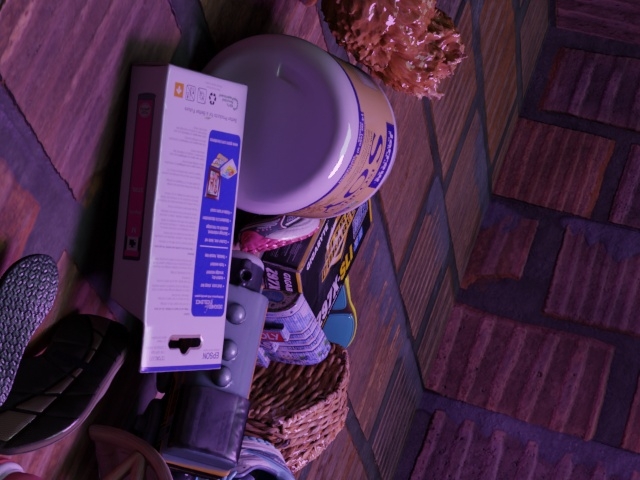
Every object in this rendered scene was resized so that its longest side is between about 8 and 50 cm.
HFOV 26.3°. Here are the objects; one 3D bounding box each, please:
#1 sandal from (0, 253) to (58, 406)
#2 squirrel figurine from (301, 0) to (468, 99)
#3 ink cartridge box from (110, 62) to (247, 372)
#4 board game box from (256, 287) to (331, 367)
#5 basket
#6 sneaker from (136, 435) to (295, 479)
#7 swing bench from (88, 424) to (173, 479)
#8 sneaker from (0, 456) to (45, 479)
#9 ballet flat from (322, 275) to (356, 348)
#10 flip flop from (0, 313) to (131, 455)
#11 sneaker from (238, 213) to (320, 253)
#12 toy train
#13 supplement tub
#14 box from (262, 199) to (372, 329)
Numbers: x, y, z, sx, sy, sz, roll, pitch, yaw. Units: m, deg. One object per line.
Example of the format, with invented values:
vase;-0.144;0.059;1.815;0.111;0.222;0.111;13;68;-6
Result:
sandal;-0.337;0.093;1.465;0.067;0.040;0.179;26;86;-37
squirrel figurine;0.069;-0.394;1.986;0.370;0.281;0.397;117;-32;-74
ink cartridge box;-0.175;-0.025;1.700;0.176;0.069;0.371;6;87;-60
board game box;-0.107;0.118;2.075;0.060;0.194;0.194;-67;148;-30
basket;-0.073;0.305;2.234;0.299;0.213;0.223;-42;143;-61
sneaker;-0.155;0.332;1.956;0.283;0.122;0.110;6;105;-33
swing bench;-0.267;0.424;1.780;0.253;0.165;0.254;89;22;-43
sneaker;-0.366;0.377;1.456;0.116;0.136;0.314;80;29;-53
ballet flat;0.033;0.121;2.695;0.077;0.077;0.231;-82;172;-46
flip flop;-0.304;0.172;1.570;0.080;0.112;0.277;-67;175;28
sneaker;-0.055;-0.072;2.181;0.112;0.121;0.299;65;33;-19
toy train;-0.149;0.174;1.866;0.190;0.142;0.334;144;-38;-63
supplement tub;-0.028;-0.151;1.929;0.331;0.241;0.241;2;102;-73
box;0.000;0.000;2.457;0.257;0.079;0.322;86;25;-53
